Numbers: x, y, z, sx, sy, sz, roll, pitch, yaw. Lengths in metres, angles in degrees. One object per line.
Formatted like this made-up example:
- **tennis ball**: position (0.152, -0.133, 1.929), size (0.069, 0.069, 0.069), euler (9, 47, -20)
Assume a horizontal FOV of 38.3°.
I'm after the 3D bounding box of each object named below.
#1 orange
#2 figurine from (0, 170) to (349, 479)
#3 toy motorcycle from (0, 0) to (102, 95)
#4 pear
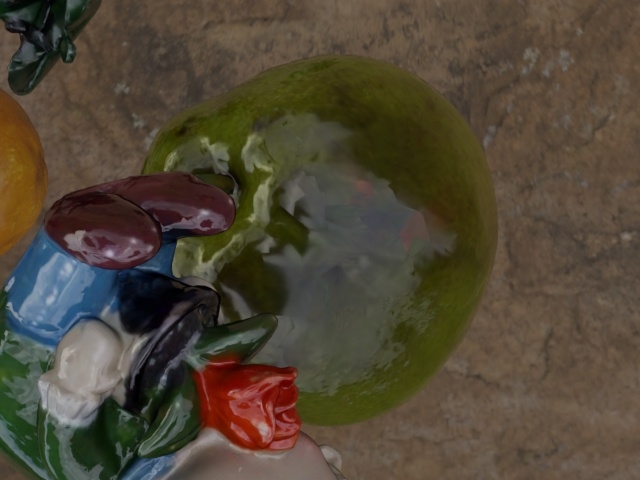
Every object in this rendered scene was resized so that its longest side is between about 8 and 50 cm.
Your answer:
- **orange**: position (-0.486, -0.091, 1.204), size (0.261, 0.261, 0.261), euler (2, 118, 4)
- **figurine**: position (-0.040, 0.096, 0.394), size (0.234, 0.127, 0.185), euler (44, 119, 19)
- **toy motorcycle**: position (-0.256, -0.186, 0.600), size (0.275, 0.125, 0.187), euler (-9, 107, -32)
- **pear**: position (0.000, 0.000, 0.669), size (0.269, 0.269, 0.321), euler (-23, 158, 16)
